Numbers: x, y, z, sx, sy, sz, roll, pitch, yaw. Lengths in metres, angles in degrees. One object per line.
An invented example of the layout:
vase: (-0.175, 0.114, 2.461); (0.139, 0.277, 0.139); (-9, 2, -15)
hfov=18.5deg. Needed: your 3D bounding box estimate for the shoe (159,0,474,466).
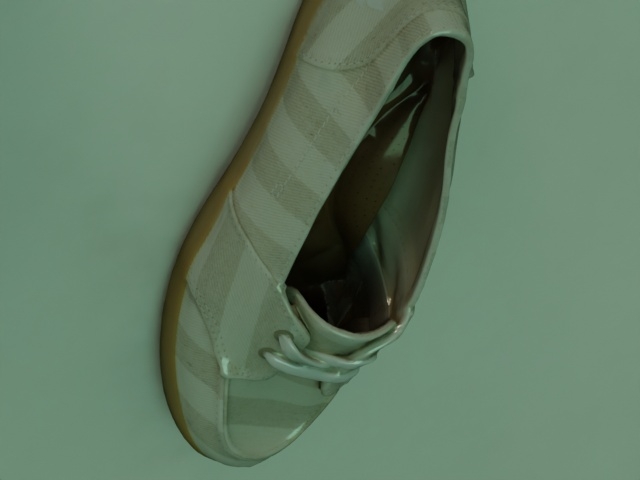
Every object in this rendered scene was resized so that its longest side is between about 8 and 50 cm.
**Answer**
shoe: (0.000, 0.000, 0.683); (0.077, 0.058, 0.219); (-1, 125, -32)
